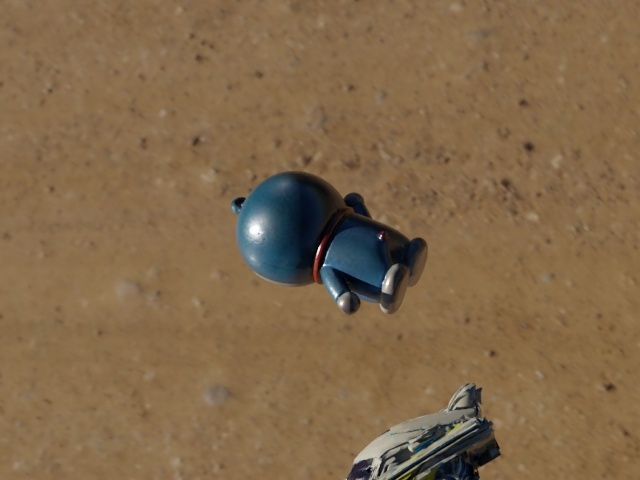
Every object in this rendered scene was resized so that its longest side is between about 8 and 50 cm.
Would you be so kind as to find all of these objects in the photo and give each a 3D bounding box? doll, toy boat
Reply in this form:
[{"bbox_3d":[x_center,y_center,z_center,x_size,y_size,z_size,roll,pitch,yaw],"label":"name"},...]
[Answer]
[{"bbox_3d":[0.000,0.000,1.023,0.152,0.085,0.114,22,44,16],"label":"doll"},{"bbox_3d":[0.035,0.177,0.975,0.210,0.084,0.066,-29,97,-5],"label":"toy boat"}]
